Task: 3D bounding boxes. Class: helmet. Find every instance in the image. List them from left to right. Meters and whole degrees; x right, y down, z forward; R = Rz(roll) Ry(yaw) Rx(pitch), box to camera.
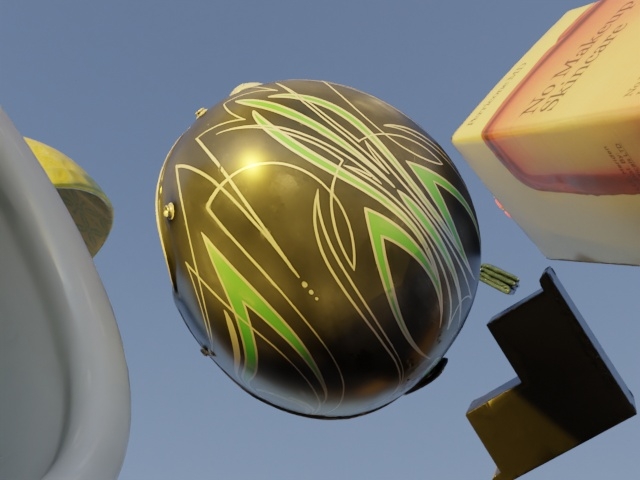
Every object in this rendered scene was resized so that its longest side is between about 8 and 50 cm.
[{"bbox_3d":[0.000,0.000,0.506,0.169,0.169,0.162,6,-41,6],"label":"helmet"}]

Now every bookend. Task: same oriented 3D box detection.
[{"bbox_3d":[0.201,0.134,0.953,0.157,0.072,0.156,-34,-96,15],"label":"bookend"}]

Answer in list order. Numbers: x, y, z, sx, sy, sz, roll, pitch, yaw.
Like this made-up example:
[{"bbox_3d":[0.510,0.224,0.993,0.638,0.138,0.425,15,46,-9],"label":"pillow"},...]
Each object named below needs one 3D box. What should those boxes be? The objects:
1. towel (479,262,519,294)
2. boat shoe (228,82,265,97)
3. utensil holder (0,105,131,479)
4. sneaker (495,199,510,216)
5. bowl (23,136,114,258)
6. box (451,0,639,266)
[{"bbox_3d":[0.252,0.053,1.384,0.067,0.119,0.029,27,-87,13],"label":"towel"},{"bbox_3d":[0.015,-0.117,1.000,0.226,0.076,0.083,23,-71,-9],"label":"boat shoe"},{"bbox_3d":[-0.323,0.060,0.356,0.385,0.328,0.328,-33,-58,6],"label":"utensil holder"},{"bbox_3d":[0.266,-0.079,1.173,0.103,0.252,0.111,-37,-59,20],"label":"sneaker"},{"bbox_3d":[-0.389,-0.031,1.049,0.156,0.289,0.289,57,-47,18],"label":"bowl"},{"bbox_3d":[0.215,-0.076,0.614,0.127,0.149,0.232,47,-14,-15],"label":"box"}]
